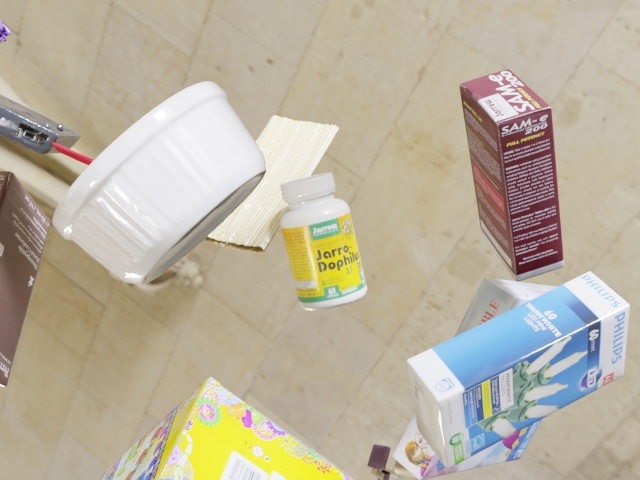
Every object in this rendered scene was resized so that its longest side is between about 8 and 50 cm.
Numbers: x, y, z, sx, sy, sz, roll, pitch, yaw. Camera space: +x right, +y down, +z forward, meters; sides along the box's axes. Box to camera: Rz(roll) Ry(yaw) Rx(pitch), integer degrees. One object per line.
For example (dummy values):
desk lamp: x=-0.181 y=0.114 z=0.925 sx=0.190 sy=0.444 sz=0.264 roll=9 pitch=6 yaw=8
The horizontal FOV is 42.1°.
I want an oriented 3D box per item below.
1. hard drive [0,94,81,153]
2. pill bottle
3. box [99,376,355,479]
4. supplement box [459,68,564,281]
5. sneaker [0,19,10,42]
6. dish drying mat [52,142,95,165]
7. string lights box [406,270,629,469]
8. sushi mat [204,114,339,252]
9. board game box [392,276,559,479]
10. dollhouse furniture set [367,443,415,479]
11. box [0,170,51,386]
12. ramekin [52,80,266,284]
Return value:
hard drive: x=-0.561 y=-0.223 z=1.455 sx=0.054 sy=0.255 sz=0.172 roll=-63 pitch=5 yaw=5
pill bottle: x=0.000 y=0.000 z=1.356 sx=0.118 sy=0.208 sz=0.117 roll=-12 pitch=8 yaw=2
box: x=-0.112 y=0.358 z=0.951 sx=0.279 sy=0.290 sz=0.177 roll=-44 pitch=14 yaw=37
supplement box: x=0.247 y=-0.082 z=1.070 sx=0.073 sy=0.130 sz=0.239 roll=-18 pitch=-55 yaw=-2
sneaker: x=-0.534 y=-0.322 z=1.334 sx=0.071 sy=0.068 sz=0.170 roll=-23 pitch=13 yaw=-21
dish drying mat: x=-0.405 y=-0.141 z=1.383 sx=0.008 sy=0.083 sz=0.032 roll=-62 pitch=-14 yaw=-17
string lights box: x=0.239 y=0.154 z=1.000 sx=0.260 sy=0.076 sz=0.133 roll=-24 pitch=-49 yaw=-12
sushi mat: x=-0.094 y=-0.107 z=1.472 sx=0.316 sy=0.151 sz=0.019 roll=-61 pitch=-30 yaw=-34
board game box: x=0.293 y=0.219 z=1.329 sx=0.318 sy=0.066 sz=0.318 roll=7 pitch=-68 yaw=-48
dollhouse furniture set: x=0.144 y=0.412 z=1.424 sx=0.081 sy=0.114 sz=0.091 roll=40 pitch=-120 yaw=-40
box: x=-0.657 y=0.071 z=1.598 sx=0.191 sy=0.143 sz=0.381 roll=74 pitch=-162 yaw=-58
ramekin: x=-0.186 y=-0.060 z=1.031 sx=0.273 sy=0.127 sz=0.273 roll=-43 pitch=0 yaw=0
